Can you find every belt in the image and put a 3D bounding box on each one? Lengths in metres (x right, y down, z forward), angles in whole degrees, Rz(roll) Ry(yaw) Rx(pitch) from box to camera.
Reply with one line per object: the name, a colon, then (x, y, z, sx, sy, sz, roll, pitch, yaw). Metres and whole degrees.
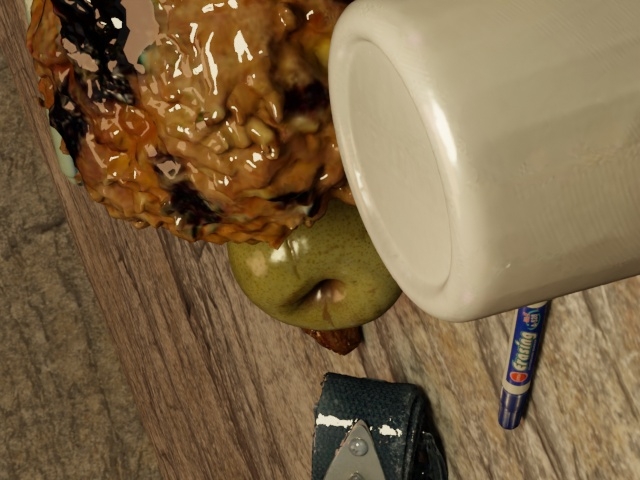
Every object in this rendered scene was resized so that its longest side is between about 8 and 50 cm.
belt: (0.057, 0.218, 1.830, 0.218, 0.128, 0.122, 88, -166, -44)

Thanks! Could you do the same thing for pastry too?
pastry: (-0.073, -0.173, 1.455, 0.337, 0.292, 0.405, 38, 132, 45)

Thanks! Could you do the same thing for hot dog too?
hot dog: (-0.002, 0.049, 1.915, 0.099, 0.065, 0.147, 34, 141, 50)

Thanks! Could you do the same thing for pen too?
pen: (0.155, 0.090, 1.486, 0.204, 0.025, 0.025, 92, 154, -54)

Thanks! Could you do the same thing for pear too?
pear: (0.000, 0.000, 1.654, 0.167, 0.167, 0.137, 98, 174, -60)

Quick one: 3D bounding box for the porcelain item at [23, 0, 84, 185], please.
porcelain item: (-0.231, -0.223, 2.116, 0.281, 0.157, 0.286, -105, 6, -53)

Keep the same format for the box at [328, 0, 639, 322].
box: (0.135, -0.045, 1.034, 0.262, 0.206, 0.291, 127, 125, -73)
